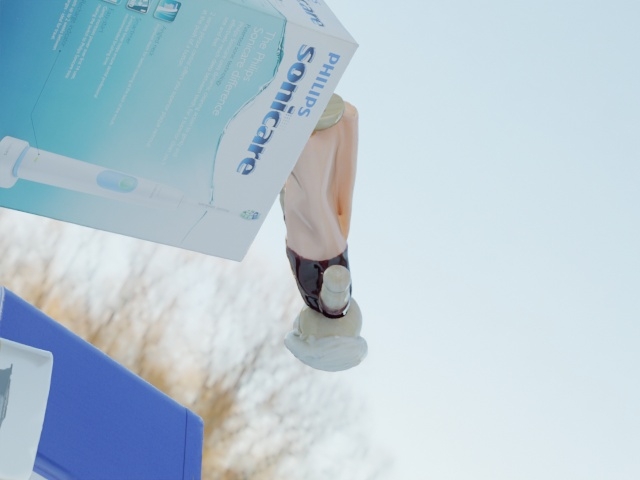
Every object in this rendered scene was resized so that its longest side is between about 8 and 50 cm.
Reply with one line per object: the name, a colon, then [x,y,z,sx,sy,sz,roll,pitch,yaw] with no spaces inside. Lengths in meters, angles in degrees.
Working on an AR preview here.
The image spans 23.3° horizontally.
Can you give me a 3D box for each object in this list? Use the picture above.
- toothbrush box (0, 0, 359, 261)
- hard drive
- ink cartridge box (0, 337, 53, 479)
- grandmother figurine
toothbrush box: [-0.155,-0.127,1.191,0.295,0.216,0.126,14,28,-31]
hard drive: [-0.260,0.213,1.752,0.040,0.210,0.318,-33,-53,27]
ink cartridge box: [-0.386,0.114,1.264,0.226,0.131,0.306,9,-7,15]
grandmother figurine: [0.000,0.000,1.612,0.104,0.208,0.342,-7,-55,-1]
